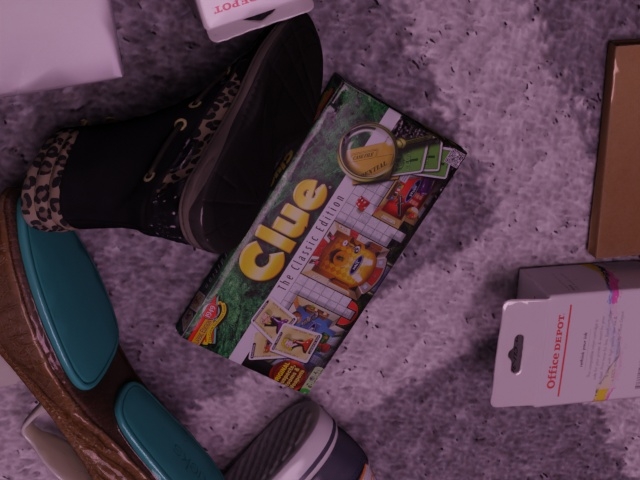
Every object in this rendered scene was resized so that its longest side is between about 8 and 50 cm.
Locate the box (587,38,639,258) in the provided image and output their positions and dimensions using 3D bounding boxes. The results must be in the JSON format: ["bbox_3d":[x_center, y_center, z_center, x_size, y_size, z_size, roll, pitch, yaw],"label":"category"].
[{"bbox_3d":[0.326,-0.085,1.185,0.165,0.021,0.201,-6,114,-13],"label":"box"}]

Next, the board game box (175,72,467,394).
[{"bbox_3d":[0.000,0.000,1.127,0.136,0.030,0.259,27,103,-22],"label":"board game box"}]

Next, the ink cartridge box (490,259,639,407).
[{"bbox_3d":[0.241,0.084,1.209,0.198,0.067,0.115,-3,113,-16],"label":"ink cartridge box"}]

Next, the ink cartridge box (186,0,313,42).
[{"bbox_3d":[-0.065,-0.227,0.974,0.092,0.090,0.143,-19,117,-7],"label":"ink cartridge box"}]

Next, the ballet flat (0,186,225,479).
[{"bbox_3d":[-0.204,0.121,1.079,0.124,0.116,0.342,-21,114,22],"label":"ballet flat"}]

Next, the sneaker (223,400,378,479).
[{"bbox_3d":[-0.078,0.297,1.178,0.321,0.126,0.127,-42,111,3],"label":"sneaker"}]

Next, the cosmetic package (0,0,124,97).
[{"bbox_3d":[-0.265,-0.155,0.930,0.238,0.127,0.107,-14,115,-11],"label":"cosmetic package"}]

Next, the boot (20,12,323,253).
[{"bbox_3d":[-0.110,-0.089,1.010,0.179,0.236,0.085,2,137,28],"label":"boot"}]
